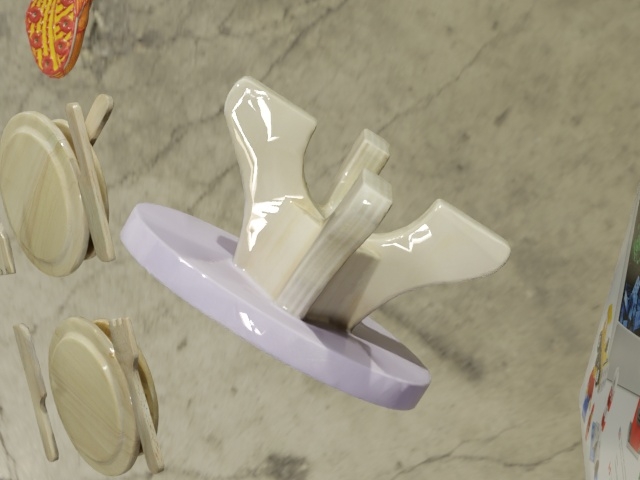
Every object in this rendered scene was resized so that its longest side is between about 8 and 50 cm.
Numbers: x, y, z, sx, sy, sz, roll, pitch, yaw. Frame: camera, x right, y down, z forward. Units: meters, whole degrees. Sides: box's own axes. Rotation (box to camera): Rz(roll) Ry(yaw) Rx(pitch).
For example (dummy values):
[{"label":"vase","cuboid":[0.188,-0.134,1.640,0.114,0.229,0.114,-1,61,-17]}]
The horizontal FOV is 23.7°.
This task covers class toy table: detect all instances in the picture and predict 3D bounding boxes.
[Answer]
[{"label":"toy table","cuboid":[0.000,0.000,1.211,0.274,0.252,0.161,29,103,-17]}]

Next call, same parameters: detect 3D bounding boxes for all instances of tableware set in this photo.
[{"label":"tableware set","cuboid":[-0.121,0.026,0.797,0.039,0.128,0.194,-17,97,-36]}]

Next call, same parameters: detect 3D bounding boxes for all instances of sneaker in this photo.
[{"label":"sneaker","cuboid":[-0.211,-0.224,1.322,0.064,0.067,0.175,2,82,32]}]

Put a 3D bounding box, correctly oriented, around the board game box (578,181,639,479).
[{"label":"board game box","cuboid":[0.152,0.067,0.589,0.053,0.305,0.193,11,117,1]}]
